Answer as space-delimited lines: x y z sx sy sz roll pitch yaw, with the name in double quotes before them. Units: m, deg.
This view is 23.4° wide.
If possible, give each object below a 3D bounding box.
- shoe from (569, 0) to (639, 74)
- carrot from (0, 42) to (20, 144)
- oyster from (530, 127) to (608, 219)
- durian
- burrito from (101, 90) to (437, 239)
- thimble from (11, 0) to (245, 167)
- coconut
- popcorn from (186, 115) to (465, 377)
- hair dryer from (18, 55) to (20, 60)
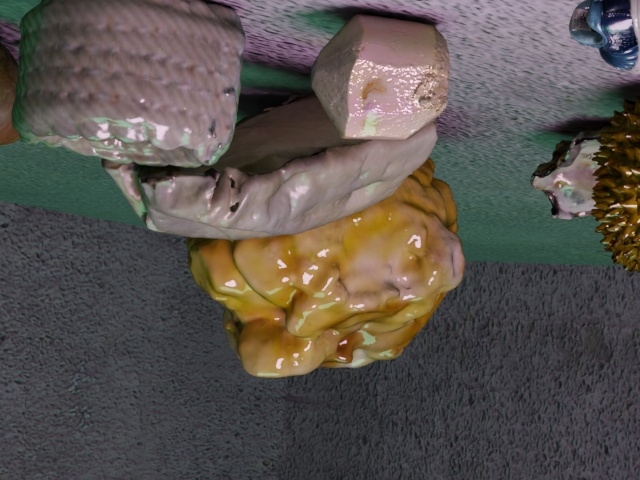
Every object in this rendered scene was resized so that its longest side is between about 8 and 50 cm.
"shoe" 0.235 -0.173 1.239 0.071 0.064 0.143 4 172 7
"carrot" -0.393 -0.161 1.754 0.139 0.138 0.302 6 175 -2
"oyster" 0.372 -0.093 1.919 0.214 0.083 0.223 -2 159 -9
"durian" 0.403 -0.043 1.618 0.258 0.258 0.293 8 -175 -27
"burrito" -0.056 -0.071 1.660 0.332 0.135 0.190 -19 -148 -32
"thimble" -0.178 -0.154 1.465 0.219 0.150 0.219 7 176 1
"coconut" 0.051 -0.152 1.432 0.122 0.116 0.116 2 176 -10
"popcorn" 0.003 -0.013 1.971 0.344 0.354 0.390 -15 -145 9
"hair dryer" -0.286 -0.210 1.727 0.079 0.031 0.083 -10 179 42
